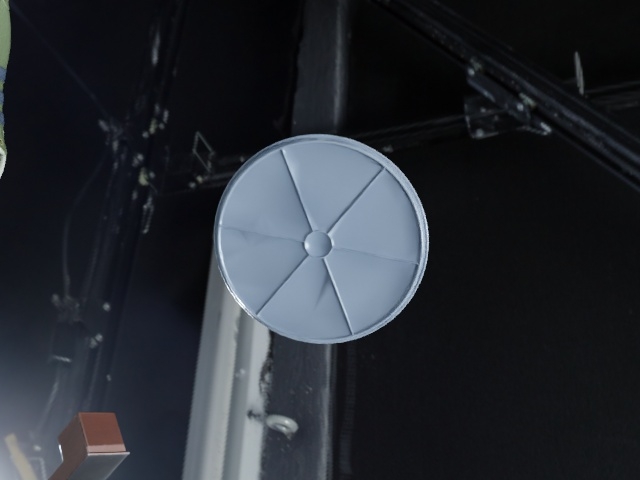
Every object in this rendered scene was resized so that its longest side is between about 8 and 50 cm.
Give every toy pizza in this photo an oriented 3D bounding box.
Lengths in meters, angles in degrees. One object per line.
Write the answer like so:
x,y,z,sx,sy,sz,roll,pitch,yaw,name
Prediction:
0.000,0.000,0.672,0.201,0.201,0.032,-17,-168,11,toy pizza

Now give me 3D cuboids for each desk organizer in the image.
-0.255,0.234,0.733,0.130,0.047,0.050,-48,-128,23,desk organizer

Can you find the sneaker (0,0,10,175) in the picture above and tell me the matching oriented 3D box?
-0.230,-0.087,0.465,0.064,0.192,0.086,-5,-137,-38,sneaker
